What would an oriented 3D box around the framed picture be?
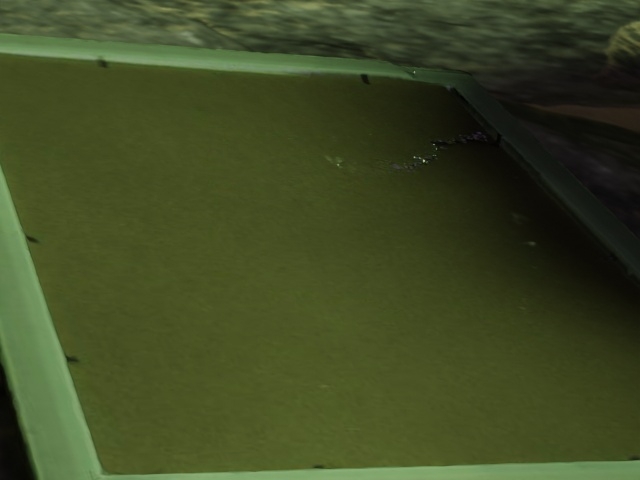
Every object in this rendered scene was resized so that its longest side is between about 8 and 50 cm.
[{"bbox_3d":[0.000,0.000,0.493,0.231,0.018,0.293,2,28,-21],"label":"framed picture"}]
